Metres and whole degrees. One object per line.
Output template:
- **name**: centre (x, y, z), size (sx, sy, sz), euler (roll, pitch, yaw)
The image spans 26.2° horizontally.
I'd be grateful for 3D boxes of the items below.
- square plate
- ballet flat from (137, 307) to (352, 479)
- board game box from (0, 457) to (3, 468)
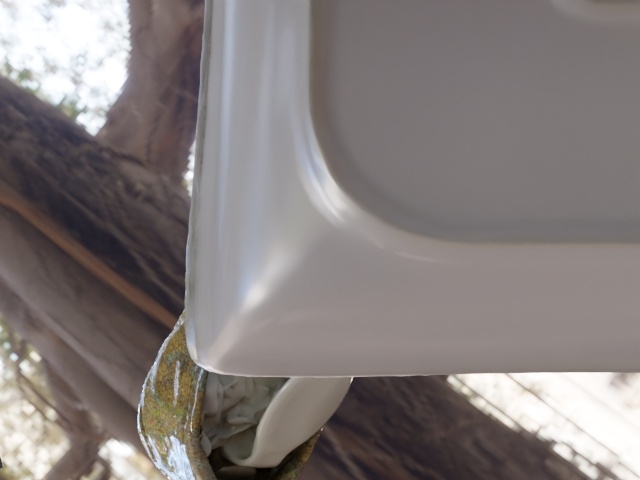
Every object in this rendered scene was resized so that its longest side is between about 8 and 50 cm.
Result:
- **square plate**: centre (0.125, -0.123, 0.491), size (0.049, 0.347, 0.344), euler (65, -154, -80)
- **ballet flat**: centre (0.000, 0.000, 0.759), size (0.123, 0.123, 0.348), euler (-2, -61, -57)
- **board game box**: centre (-0.353, 0.180, 0.937), size (0.194, 0.194, 0.060), euler (-45, -56, -62)
